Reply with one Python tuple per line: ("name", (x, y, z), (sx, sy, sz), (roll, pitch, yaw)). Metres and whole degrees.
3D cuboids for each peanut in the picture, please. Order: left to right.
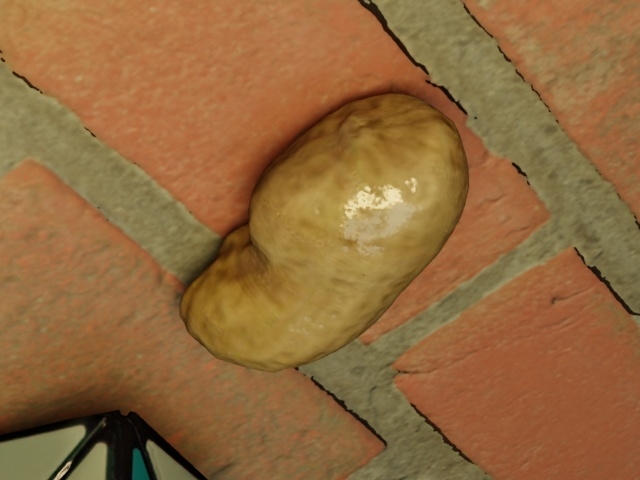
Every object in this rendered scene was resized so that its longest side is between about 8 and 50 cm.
("peanut", (0.000, 0.000, 1.297), (0.137, 0.122, 0.253), (17, 130, -27))

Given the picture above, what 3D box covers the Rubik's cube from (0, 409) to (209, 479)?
("Rubik's cube", (-0.196, 0.299, 1.377), (0.246, 0.250, 0.248), (-15, 146, 21))
